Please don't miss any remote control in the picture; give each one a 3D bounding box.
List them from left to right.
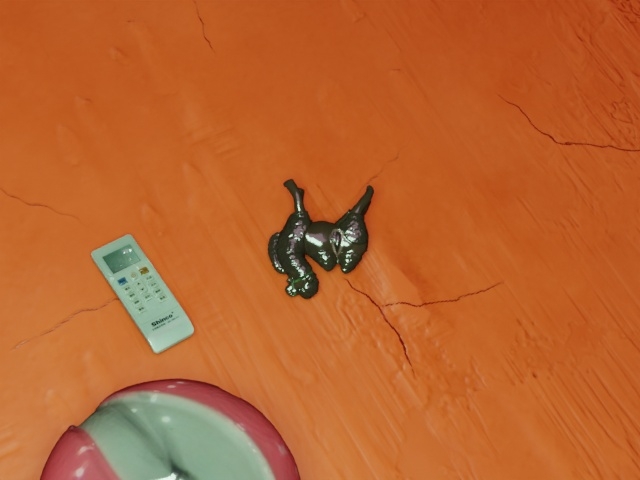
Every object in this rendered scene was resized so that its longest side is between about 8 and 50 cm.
[{"bbox_3d":[-0.227,0.068,1.427,0.061,0.029,0.162,-26,66,-25],"label":"remote control"}]

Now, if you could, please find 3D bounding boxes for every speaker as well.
[{"bbox_3d":[-0.158,0.290,1.240,0.294,0.294,0.294,5,62,-9],"label":"speaker"}]

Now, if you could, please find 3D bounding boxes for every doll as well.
[{"bbox_3d":[0.000,0.000,1.496,0.139,0.057,0.165,8,70,-9],"label":"doll"}]
